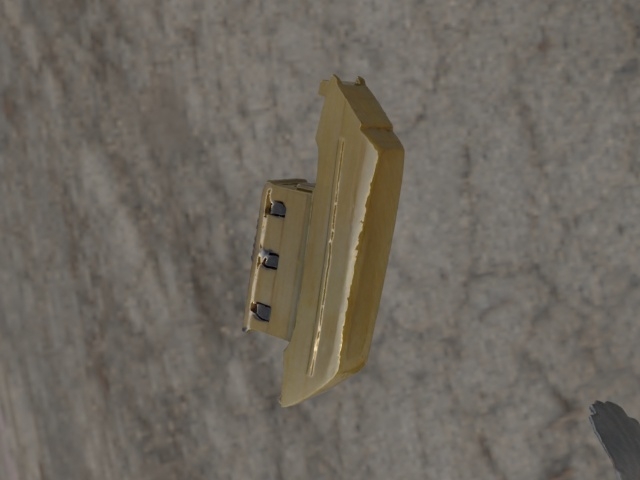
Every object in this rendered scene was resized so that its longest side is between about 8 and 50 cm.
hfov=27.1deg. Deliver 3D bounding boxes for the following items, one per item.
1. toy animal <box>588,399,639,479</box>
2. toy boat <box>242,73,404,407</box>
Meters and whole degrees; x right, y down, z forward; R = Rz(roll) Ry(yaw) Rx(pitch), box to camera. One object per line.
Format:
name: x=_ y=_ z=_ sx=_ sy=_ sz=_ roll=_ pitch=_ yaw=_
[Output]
toy animal: x=0.385 y=0.333 z=1.298 sx=0.302 sy=0.284 sz=0.225 roll=-96 pitch=16 yaw=-59
toy boat: x=0.000 y=0.000 z=0.801 sx=0.077 sy=0.057 sz=0.200 roll=16 pitch=102 yaw=30
